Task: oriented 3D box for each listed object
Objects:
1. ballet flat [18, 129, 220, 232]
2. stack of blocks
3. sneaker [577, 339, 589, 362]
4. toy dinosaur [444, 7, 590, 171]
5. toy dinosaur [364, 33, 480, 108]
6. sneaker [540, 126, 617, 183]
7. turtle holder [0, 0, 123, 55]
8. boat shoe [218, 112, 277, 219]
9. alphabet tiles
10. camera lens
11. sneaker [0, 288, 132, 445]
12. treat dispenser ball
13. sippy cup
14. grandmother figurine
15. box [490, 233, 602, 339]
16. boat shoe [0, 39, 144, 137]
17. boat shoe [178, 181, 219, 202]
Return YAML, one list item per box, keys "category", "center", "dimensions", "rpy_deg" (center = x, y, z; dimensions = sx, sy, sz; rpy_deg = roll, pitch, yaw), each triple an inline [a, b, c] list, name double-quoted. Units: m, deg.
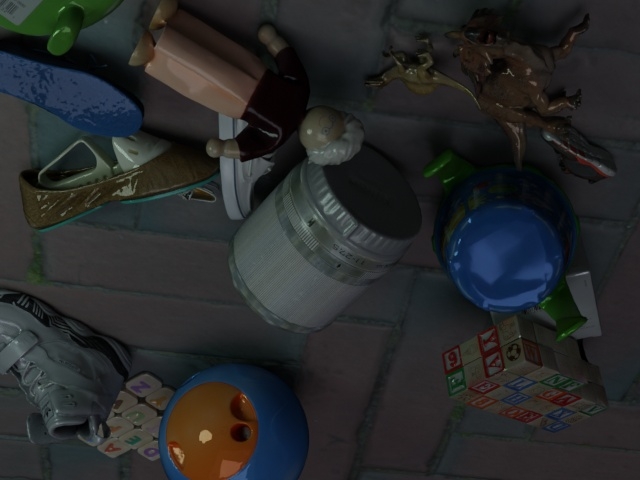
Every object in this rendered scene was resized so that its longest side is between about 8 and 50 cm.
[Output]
- category: "ballet flat"
  center: [-0.330, -0.112, 1.581]
  dimensions: [0.342, 0.116, 0.124]
  rpy_deg: [-14, 114, 18]
- category: "stack of blocks"
  center: [0.381, 0.241, 1.770]
  dimensions: [0.297, 0.087, 0.171]
  rpy_deg: [23, 137, -36]
- category: "sneaker"
  center: [0.429, 0.249, 1.936]
  dimensions: [0.130, 0.087, 0.227]
  rpy_deg: [25, 124, -15]
- category: "toy dinosaur"
  center: [0.268, -0.230, 1.448]
  dimensions: [0.200, 0.127, 0.296]
  rpy_deg: [7, 147, 4]
- category: "toy dinosaur"
  center: [0.151, -0.247, 1.461]
  dimensions: [0.183, 0.053, 0.093]
  rpy_deg: [12, 139, 26]
- category: "sneaker"
  center: [0.396, -0.129, 1.585]
  dimensions: [0.158, 0.061, 0.065]
  rpy_deg: [28, 134, -25]
- category: "turtle holder"
  center: [-0.317, -0.410, 1.186]
  dimensions: [0.243, 0.227, 0.320]
  rpy_deg: [12, 133, -10]
- category: "boat shoe"
  center: [-0.109, -0.133, 1.552]
  dimensions: [0.084, 0.095, 0.258]
  rpy_deg: [3, 135, 2]
- category: "alphabet tiles"
  center: [-0.402, 0.372, 2.102]
  dimensions: [0.278, 0.021, 0.284]
  rpy_deg: [-29, 128, 26]
- category: "camera lens"
  center: [0.000, 0.000, 1.597]
  dimensions: [0.219, 0.219, 0.274]
  rpy_deg: [27, 128, -24]
- category: "sneaker"
  center: [-0.521, 0.236, 1.834]
  dimensions: [0.365, 0.210, 0.137]
  rpy_deg: [28, 128, -25]
- category: "treat dispenser ball"
  center: [-0.165, 0.379, 1.921]
  dimensions: [0.288, 0.288, 0.288]
  rpy_deg: [0, 135, 0]
- category: "sippy cup"
  center: [0.283, 0.007, 1.541]
  dimensions: [0.305, 0.224, 0.240]
  rpy_deg: [17, 103, 7]
- category: "grandmother figurine"
  center: [-0.095, -0.204, 1.415]
  dimensions: [0.342, 0.104, 0.208]
  rpy_deg: [27, 90, -11]
- category: "box"
  center: [0.382, 0.088, 1.754]
  dimensions: [0.180, 0.119, 0.182]
  rpy_deg: [-13, 134, 13]
- category: "boat shoe"
  center: [-0.374, -0.238, 1.458]
  dimensions: [0.258, 0.089, 0.109]
  rpy_deg: [26, 116, -17]
- category: "boat shoe"
  center: [-0.216, -0.083, 1.642]
  dimensions: [0.100, 0.035, 0.035]
  rpy_deg: [14, 133, -14]
